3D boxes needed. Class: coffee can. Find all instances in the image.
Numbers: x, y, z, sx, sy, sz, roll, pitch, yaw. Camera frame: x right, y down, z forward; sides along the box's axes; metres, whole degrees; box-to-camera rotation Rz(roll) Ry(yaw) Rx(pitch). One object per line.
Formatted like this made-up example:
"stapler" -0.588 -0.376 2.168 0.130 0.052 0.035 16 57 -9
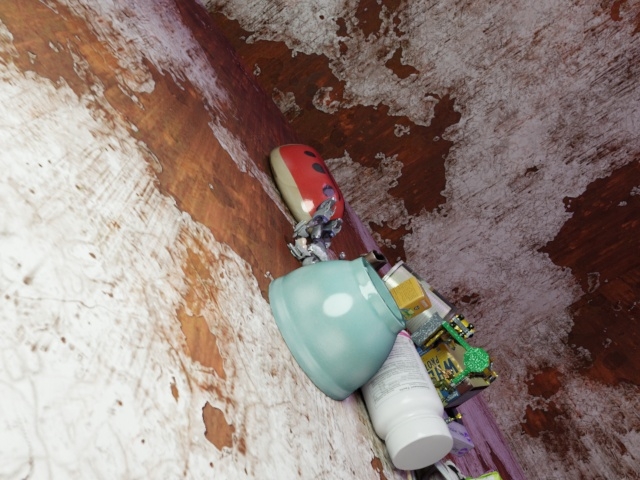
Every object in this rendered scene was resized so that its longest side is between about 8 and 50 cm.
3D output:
"coffee can" 0.343 0.238 1.906 0.275 0.202 0.201 42 7 13

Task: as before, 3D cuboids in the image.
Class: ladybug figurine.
"ladybug figurine" -0.035 -0.182 1.754 0.305 0.161 0.449 46 15 -46

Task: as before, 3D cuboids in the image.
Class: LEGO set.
"LEGO set" 0.299 0.358 1.338 0.255 0.331 0.192 39 -5 39

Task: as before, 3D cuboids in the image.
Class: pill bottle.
"pill bottle" 0.178 0.349 1.147 0.160 0.160 0.283 48 14 -39

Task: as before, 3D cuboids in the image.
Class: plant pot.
"plant pot" 0.056 0.157 1.073 0.293 0.196 0.293 54 12 -16

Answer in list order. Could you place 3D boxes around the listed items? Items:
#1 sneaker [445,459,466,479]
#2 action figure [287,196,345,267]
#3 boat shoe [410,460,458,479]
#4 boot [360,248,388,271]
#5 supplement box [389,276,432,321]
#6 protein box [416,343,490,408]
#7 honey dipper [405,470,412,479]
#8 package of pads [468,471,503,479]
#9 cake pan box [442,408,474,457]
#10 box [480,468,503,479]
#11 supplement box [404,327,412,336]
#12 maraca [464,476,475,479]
"sneaker" 0.399 0.681 1.472 0.109 0.040 0.044 56 9 -3
"action figure" 0.000 0.000 1.445 0.185 0.099 0.285 55 28 -26
"boat shoe" 0.248 0.544 1.031 0.103 0.118 0.320 49 8 -9
"boot" 0.092 0.113 1.327 0.090 0.206 0.248 60 11 19
"supplement box" 0.193 0.201 1.443 0.078 0.233 0.080 45 15 -45
"protein box" 0.377 0.389 1.536 0.201 0.136 0.200 22 31 -57
"honey dipper" 0.192 0.510 1.095 0.030 0.030 0.161 51 15 -24
"package of pads" 0.398 0.691 1.099 0.229 0.101 0.296 54 27 -11
"cake pan box" 0.328 0.499 1.525 0.266 0.070 0.246 36 23 -35
"box" 0.704 0.993 1.859 0.293 0.057 0.201 49 12 -33
"supplement box" 0.288 0.352 1.773 0.239 0.073 0.130 48 9 1
"maraca" 0.388 0.685 1.278 0.127 0.099 0.186 54 29 -5
